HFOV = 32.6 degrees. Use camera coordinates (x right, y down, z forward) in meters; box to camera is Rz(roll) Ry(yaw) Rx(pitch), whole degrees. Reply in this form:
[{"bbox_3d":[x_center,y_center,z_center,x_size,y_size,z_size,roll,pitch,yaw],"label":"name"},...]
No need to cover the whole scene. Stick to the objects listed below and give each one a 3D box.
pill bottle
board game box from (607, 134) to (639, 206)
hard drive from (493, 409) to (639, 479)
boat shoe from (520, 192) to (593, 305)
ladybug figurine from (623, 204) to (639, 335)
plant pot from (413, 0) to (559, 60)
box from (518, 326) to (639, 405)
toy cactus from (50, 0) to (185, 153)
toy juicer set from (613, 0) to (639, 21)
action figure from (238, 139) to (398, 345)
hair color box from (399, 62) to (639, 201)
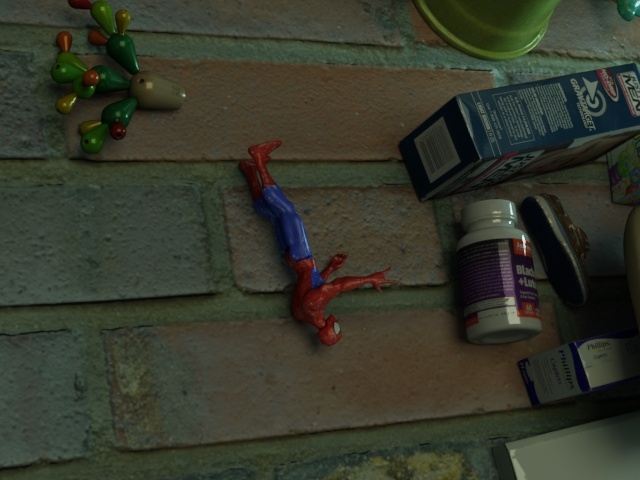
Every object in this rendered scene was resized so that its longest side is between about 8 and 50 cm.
[{"bbox_3d":[0.251,0.044,1.567,0.108,0.108,0.193,3,71,-24],"label":"pill bottle"},{"bbox_3d":[0.622,-0.131,1.787,0.275,0.142,0.144,7,69,-23],"label":"board game box"},{"bbox_3d":[0.406,0.360,1.565,0.308,0.040,0.203,-7,75,-28],"label":"hard drive"},{"bbox_3d":[0.374,0.009,1.663,0.066,0.066,0.183,-16,79,-30],"label":"boat shoe"},{"bbox_3d":[0.545,0.101,1.560,0.305,0.162,0.449,59,23,-30],"label":"ladybug figurine"},{"bbox_3d":[0.310,-0.459,1.696,0.276,0.254,0.276,9,68,-23],"label":"plant pot"},{"bbox_3d":[0.378,0.180,1.559,0.126,0.137,0.072,-9,77,-28],"label":"box"},{"bbox_3d":[-0.261,-0.215,1.435,0.181,0.112,0.219,10,59,-32],"label":"toy cactus"},{"bbox_3d":[0.564,-0.442,1.914,0.209,0.089,0.329,7,60,-37],"label":"toy juicer set"},{"bbox_3d":[0.000,0.000,1.473,0.139,0.091,0.280,-14,78,-19],"label":"action figure"},{"bbox_3d":[0.312,-0.162,1.633,0.347,0.174,0.105,-14,79,-28],"label":"hair color box"}]
